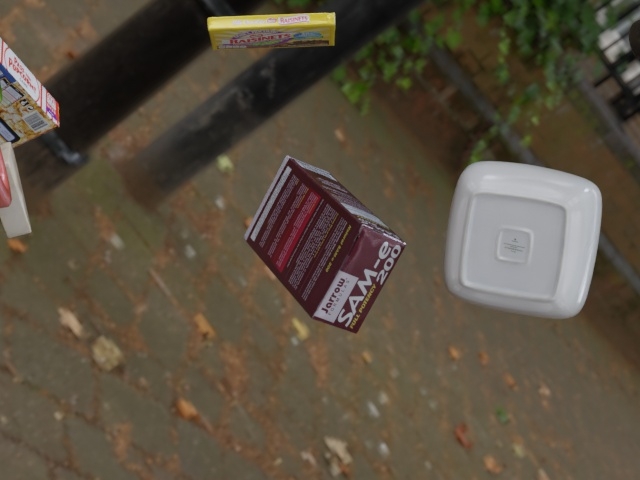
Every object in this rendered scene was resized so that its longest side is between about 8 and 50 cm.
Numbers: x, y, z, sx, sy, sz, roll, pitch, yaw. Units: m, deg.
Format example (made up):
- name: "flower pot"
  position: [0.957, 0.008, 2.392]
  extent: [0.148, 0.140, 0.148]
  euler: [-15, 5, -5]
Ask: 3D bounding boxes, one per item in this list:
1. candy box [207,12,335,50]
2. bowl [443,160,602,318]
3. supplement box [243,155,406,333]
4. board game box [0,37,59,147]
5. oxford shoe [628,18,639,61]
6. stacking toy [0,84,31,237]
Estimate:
- name: "candy box"
  position: [-0.079, -0.342, 2.084]
  extent: [0.105, 0.206, 0.027]
  euler: [90, -3, -78]
- name: "bowl"
  position: [0.182, 0.002, 1.177]
  extent: [0.053, 0.142, 0.142]
  euler: [-20, 119, -70]
- name: "supplement box"
  position: [0.000, 0.000, 1.574]
  extent: [0.073, 0.130, 0.239]
  euler: [21, 14, -31]
- name: "board game box"
  position: [-0.418, -0.148, 1.441]
  extent: [0.147, 0.193, 0.045]
  euler: [55, 17, -45]
- name: "oxford shoe"
  position: [0.414, -0.189, 1.284]
  extent: [0.212, 0.076, 0.076]
  euler: [22, -45, 36]
- name: "stacking toy"
  position: [-0.338, -0.145, 1.022]
  extent: [0.279, 0.130, 0.309]
  euler: [97, -22, -67]
